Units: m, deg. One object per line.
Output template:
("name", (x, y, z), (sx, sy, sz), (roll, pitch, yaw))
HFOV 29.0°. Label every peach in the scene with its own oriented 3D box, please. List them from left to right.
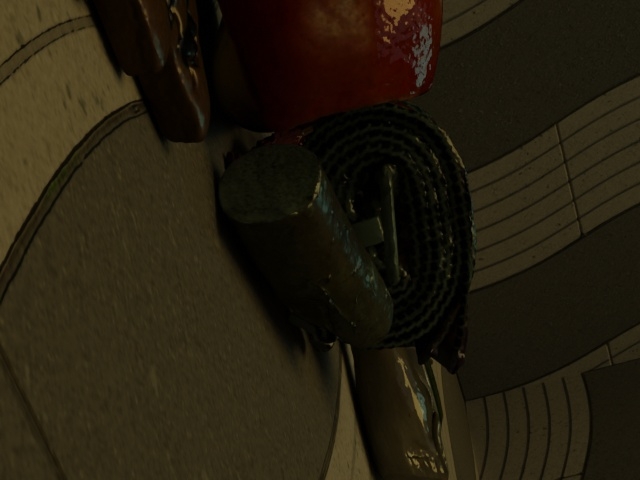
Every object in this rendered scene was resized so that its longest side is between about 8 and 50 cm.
("peach", (-0.011, -0.262, 1.171), (0.306, 0.243, 0.380), (68, 9, -71))

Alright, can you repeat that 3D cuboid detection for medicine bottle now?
("medicine bottle", (0.114, 0.212, 1.709), (0.188, 0.088, 0.132), (-16, 91, -83))

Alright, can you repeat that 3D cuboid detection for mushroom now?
("mushroom", (0.095, 0.211, 1.557), (0.108, 0.096, 0.246), (-12, 83, -54))

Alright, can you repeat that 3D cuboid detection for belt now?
("belt", (0.062, -0.009, 1.344), (0.160, 0.207, 0.294), (-86, 175, -80))

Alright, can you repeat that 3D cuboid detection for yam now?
("yam", (-0.008, 0.012, 1.135), (0.259, 0.106, 0.106), (62, 15, -54))

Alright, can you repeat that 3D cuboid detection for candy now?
("candy", (-0.026, 0.006, 1.250), (0.094, 0.051, 0.226), (-93, 167, -83))

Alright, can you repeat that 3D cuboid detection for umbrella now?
("umbrella", (-0.048, -0.088, 1.191), (0.165, 0.025, 0.027), (-33, 137, -59))

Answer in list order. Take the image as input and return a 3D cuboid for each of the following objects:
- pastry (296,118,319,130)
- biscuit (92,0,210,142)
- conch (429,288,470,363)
("pastry", (0.007, -0.194, 1.691), (0.208, 0.097, 0.115), (-44, 130, -78))
("biscuit", (-0.137, -0.213, 0.868), (0.301, 0.043, 0.278), (37, 38, -78))
("conch", (0.172, 0.122, 2.112), (0.178, 0.163, 0.245), (56, 44, -18))
